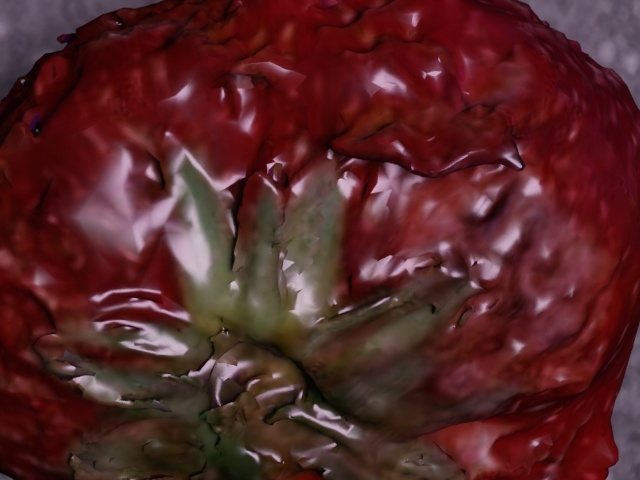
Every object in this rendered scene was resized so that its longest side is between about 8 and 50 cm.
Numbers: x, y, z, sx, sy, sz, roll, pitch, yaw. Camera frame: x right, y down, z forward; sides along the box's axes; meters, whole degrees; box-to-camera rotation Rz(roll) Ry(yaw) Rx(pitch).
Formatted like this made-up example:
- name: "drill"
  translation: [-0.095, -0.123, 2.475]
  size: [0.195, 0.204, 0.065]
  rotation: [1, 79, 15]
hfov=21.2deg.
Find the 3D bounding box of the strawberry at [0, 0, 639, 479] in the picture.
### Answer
- name: "strawberry"
  translation: [0.000, 0.000, 0.648]
  size: [0.274, 0.220, 0.274]
  rotation: [0, 128, 0]
